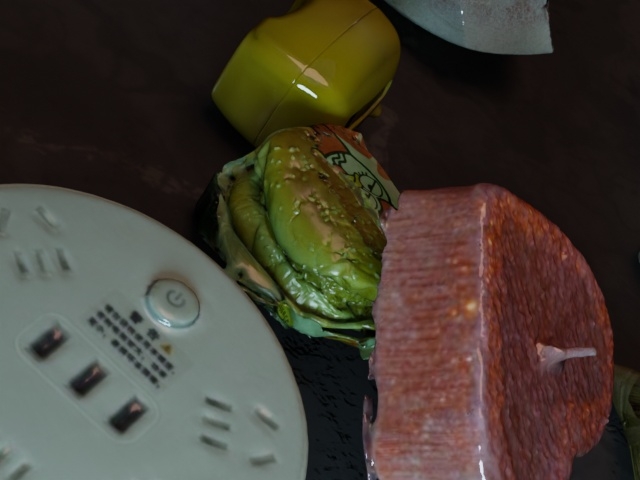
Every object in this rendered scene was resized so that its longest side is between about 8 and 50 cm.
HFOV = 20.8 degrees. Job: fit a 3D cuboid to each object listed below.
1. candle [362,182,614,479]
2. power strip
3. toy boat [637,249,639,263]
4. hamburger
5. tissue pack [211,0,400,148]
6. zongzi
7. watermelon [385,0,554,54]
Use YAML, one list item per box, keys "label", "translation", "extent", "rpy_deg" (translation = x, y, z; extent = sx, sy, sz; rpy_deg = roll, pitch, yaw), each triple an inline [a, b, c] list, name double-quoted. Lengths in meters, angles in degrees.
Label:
- label: "candle"
  translation: [0.146, 0.082, 1.393]
  extent: [0.317, 0.131, 0.287]
  rpy_deg: [-44, 122, -56]
- label: "power strip"
  translation: [-0.191, 0.139, 1.178]
  extent: [0.357, 0.161, 0.357]
  rpy_deg: [19, 45, -20]
- label: "toy boat"
  translation: [0.475, 0.061, 1.781]
  extent: [0.321, 0.089, 0.121]
  rpy_deg: [26, 31, -14]
- label: "hamburger"
  translation: [-0.003, 0.001, 1.461]
  extent: [0.235, 0.125, 0.214]
  rpy_deg: [9, 37, -48]
- label: "tissue pack"
  translation: [-0.004, -0.153, 1.603]
  extent: [0.127, 0.123, 0.178]
  rpy_deg: [37, 40, 5]
- label: "zongzi"
  translation: [0.282, 0.201, 1.548]
  extent: [0.178, 0.081, 0.189]
  rpy_deg: [27, 52, 20]
- label: "watermelon"
  translation: [0.135, -0.354, 1.819]
  extent: [0.289, 0.214, 0.320]
  rpy_deg: [21, 53, -13]
